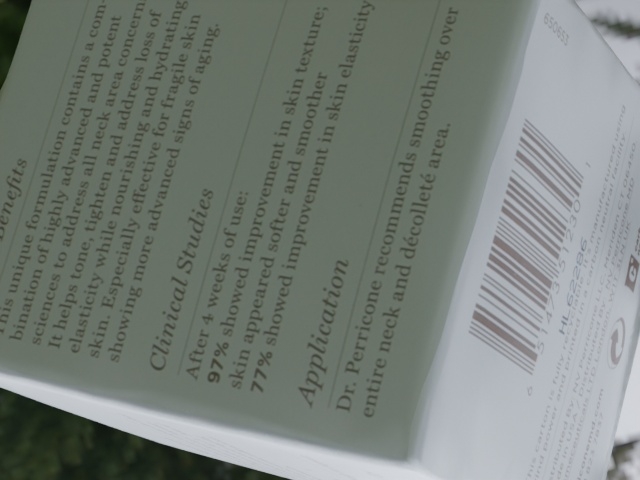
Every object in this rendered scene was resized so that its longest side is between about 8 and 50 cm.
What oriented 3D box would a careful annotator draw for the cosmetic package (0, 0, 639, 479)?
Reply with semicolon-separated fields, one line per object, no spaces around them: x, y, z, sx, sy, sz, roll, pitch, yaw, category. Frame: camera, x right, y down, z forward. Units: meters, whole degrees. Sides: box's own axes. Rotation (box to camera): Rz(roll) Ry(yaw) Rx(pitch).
0.000;0.000;1.218;0.394;0.329;0.327;10;168;30;cosmetic package
